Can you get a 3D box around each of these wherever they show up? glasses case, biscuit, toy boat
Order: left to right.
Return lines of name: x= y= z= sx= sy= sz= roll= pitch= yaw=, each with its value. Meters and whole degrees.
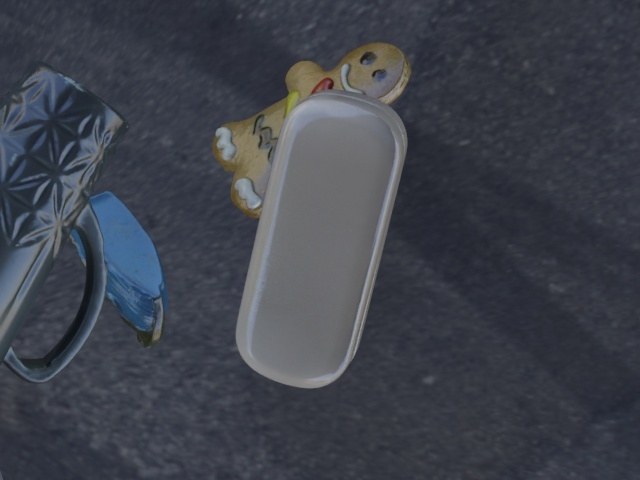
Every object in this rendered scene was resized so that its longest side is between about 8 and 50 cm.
toy boat: x=-0.224 y=0.032 z=1.628 sx=0.075 sy=0.077 sz=0.185 roll=-23 pitch=66 yaw=-35
biscuit: x=-0.010 y=-0.133 z=1.569 sx=0.240 sy=0.158 sz=0.035 roll=-37 pitch=140 yaw=6
glasses case: x=0.000 y=0.000 z=0.955 sx=0.083 sy=0.050 sz=0.196 roll=18 pitch=108 yaw=10

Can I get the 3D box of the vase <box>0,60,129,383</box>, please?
vase: x=-0.284 y=-0.002 z=1.289 sx=0.251 sy=0.156 sz=0.301 roll=36 pitch=85 yaw=-33

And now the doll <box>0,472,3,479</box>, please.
doll: x=-0.430 y=0.238 z=1.589 sx=0.245 sy=0.142 sz=0.076 roll=33 pitch=116 yaw=5
